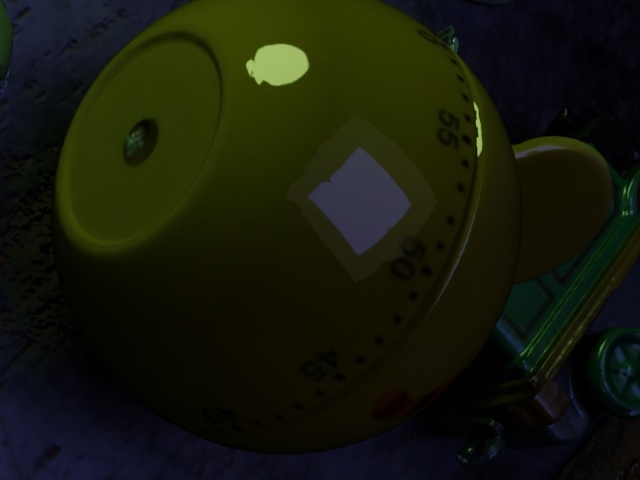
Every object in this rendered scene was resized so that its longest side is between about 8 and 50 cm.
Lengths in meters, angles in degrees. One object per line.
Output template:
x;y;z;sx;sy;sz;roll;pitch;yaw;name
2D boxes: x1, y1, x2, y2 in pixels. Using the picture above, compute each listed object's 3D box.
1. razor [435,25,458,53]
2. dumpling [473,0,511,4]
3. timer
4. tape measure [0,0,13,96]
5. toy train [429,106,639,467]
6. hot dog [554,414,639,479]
0.001;-0.205;1.140;0.232;0.106;0.068;34;66;-17;razor
0.188;-0.319;1.268;0.252;0.131;0.179;3;109;-55;dumpling
0.000;0.000;0.967;0.387;0.376;0.376;31;68;-42;timer
-0.296;-0.160;0.903;0.154;0.087;0.178;-42;112;-44;tape measure
0.223;0.025;1.223;0.249;0.178;0.429;47;61;-11;toy train
0.293;0.254;1.307;0.242;0.073;0.084;-38;113;-32;hot dog
